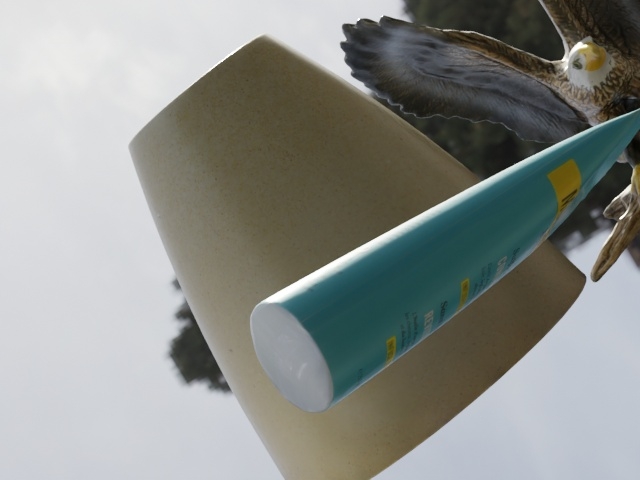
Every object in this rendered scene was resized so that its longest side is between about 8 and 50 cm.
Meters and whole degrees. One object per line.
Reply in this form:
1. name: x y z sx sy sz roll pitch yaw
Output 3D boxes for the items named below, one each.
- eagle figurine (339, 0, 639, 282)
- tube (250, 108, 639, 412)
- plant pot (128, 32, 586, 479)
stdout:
1. eagle figurine: 0.201 -0.158 1.430 0.298 0.225 0.226 40 -122 8
2. tube: 0.062 0.004 0.753 0.207 0.080 0.052 -31 -102 -30
3. plant pot: 0.000 0.000 1.190 0.274 0.256 0.256 51 -145 -1
